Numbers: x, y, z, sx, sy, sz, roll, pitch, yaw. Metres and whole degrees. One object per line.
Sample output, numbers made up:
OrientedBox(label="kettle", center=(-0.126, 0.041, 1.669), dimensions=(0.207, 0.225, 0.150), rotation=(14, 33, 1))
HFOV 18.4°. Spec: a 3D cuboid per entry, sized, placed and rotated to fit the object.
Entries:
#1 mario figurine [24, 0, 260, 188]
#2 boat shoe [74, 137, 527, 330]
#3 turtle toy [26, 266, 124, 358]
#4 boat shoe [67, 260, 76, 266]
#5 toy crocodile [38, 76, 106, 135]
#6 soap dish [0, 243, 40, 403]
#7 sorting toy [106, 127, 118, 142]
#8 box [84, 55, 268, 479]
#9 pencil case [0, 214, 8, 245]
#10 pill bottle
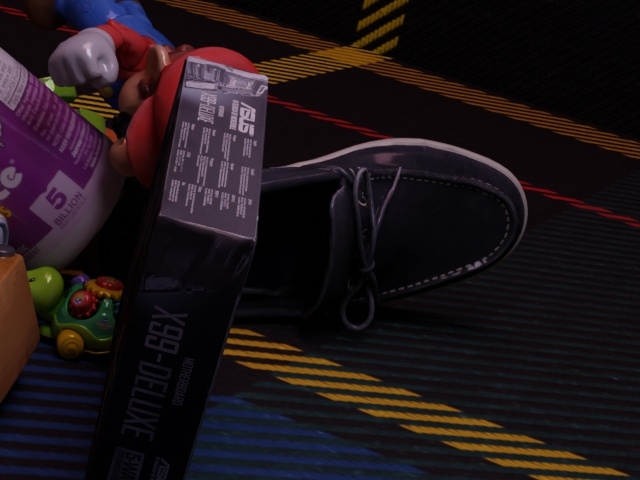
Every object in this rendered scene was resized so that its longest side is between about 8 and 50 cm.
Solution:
OrientedBox(label="mario figurine", center=(-0.179, -0.131, 1.798), dimensions=(0.198, 0.170, 0.320), rotation=(-2, 28, -29))
OrientedBox(label="boat shoe", center=(0.000, 0.000, 1.974), dimensions=(0.500, 0.186, 0.156), rotation=(-1, 22, -28))
OrientedBox(label="turtle toy", center=(-0.208, 0.062, 1.753), dimensions=(0.130, 0.066, 0.095), rotation=(12, 15, -12))
OrientedBox(label="boat shoe", center=(-0.270, -0.001, 1.953), dimensions=(0.133, 0.049, 0.042), rotation=(-6, 33, -43))
OrientedBox(label="toy crocodile", center=(-0.352, -0.111, 2.160), dimensions=(0.105, 0.115, 0.340), rotation=(-17, -6, 37))
OrientedBox(label="soap dish", center=(-0.373, 0.053, 1.530), dimensions=(0.291, 0.118, 0.229), rotation=(14, 15, 0))
OrientedBox(label="sorting toy", center=(-0.210, -0.100, 2.388), dimensions=(0.193, 0.038, 0.208), rotation=(1, 20, -41))
OrientedBox(label="box", center=(-0.109, 0.025, 1.545), dimensions=(0.076, 0.242, 0.307), rotation=(15, 25, -7))
OrientedBox(label="pencil case", center=(-0.406, -0.003, 1.705), dimensions=(0.273, 0.113, 0.124), rotation=(15, 30, 4))
OrientedBox(label="pill bottle", center=(-0.335, -0.104, 1.780), dimensions=(0.301, 0.169, 0.169), rotation=(40, 4, -24))
